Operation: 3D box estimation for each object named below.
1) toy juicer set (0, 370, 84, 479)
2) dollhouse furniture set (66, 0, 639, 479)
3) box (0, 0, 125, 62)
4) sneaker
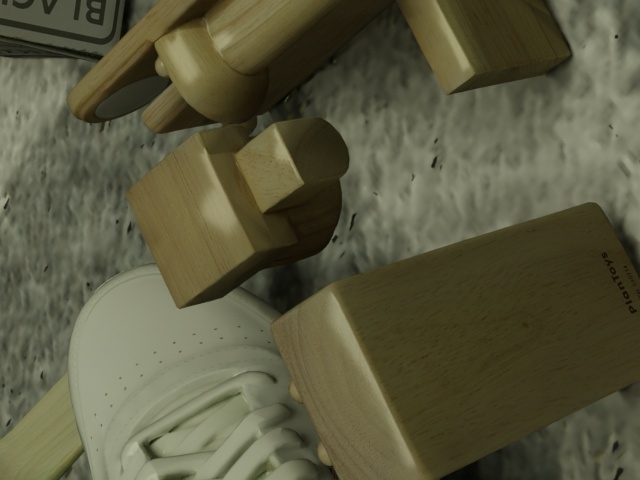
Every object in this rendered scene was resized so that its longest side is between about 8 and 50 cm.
[{"bbox_3d":[-0.045,0.176,0.459,0.209,0.089,0.329,-30,59,5],"label":"toy juicer set"},{"bbox_3d":[0.000,0.000,0.440,0.123,0.144,0.151,-35,77,42],"label":"dollhouse furniture set"},{"bbox_3d":[-0.145,-0.223,0.625,0.169,0.087,0.289,11,94,45],"label":"box"},{"bbox_3d":[-0.007,0.083,0.385,0.090,0.095,0.235,-35,56,-1],"label":"sneaker"}]
